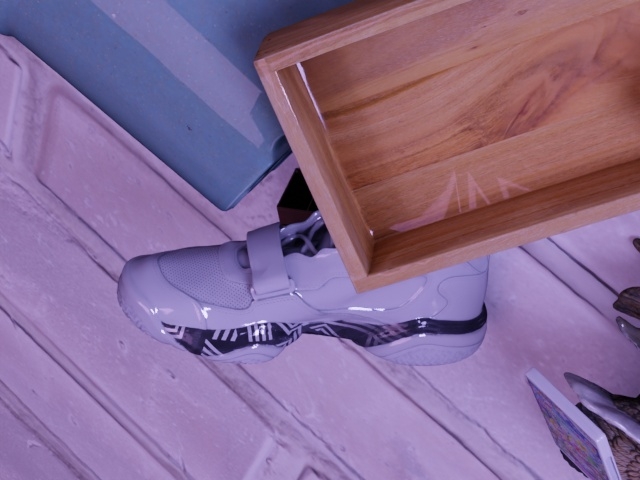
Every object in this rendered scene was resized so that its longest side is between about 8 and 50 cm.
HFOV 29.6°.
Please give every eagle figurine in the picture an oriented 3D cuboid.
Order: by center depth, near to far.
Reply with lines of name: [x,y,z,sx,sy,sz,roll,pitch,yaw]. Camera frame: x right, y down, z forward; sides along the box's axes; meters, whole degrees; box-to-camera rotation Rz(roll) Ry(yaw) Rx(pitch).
eagle figurine: [0.316,0.186,1.032,0.225,0.226,0.298,9,121,15]

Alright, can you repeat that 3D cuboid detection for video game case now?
video game case: [0.210,0.162,0.982,0.087,0.011,0.122,46,171,42]

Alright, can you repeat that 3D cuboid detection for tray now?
tray: [0.182,-0.118,0.865,0.410,0.076,0.203,-17,115,17]

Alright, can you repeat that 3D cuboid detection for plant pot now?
plant pot: [-0.111,-0.227,1.053,0.334,0.341,0.341,45,140,-2]

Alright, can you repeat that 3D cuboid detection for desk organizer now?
desk organizer: [0.013,-0.040,1.261,0.130,0.047,0.050,9,121,39]

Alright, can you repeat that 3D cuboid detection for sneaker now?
sneaker: [0.000,0.000,1.134,0.365,0.137,0.210,5,122,-13]
